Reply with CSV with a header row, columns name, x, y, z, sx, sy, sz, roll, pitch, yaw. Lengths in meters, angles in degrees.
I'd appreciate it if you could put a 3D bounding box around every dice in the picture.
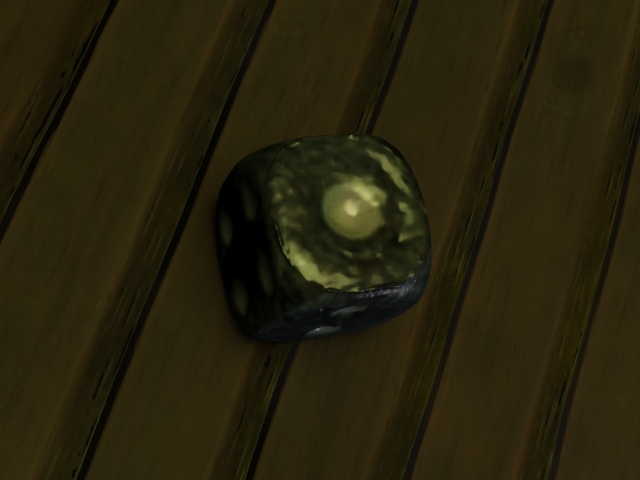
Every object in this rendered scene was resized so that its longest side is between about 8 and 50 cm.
name,x,y,z,sx,sy,sz,roll,pitch,yaw
dice,0.000,0.000,1.445,0.182,0.183,0.182,-5,73,-23
